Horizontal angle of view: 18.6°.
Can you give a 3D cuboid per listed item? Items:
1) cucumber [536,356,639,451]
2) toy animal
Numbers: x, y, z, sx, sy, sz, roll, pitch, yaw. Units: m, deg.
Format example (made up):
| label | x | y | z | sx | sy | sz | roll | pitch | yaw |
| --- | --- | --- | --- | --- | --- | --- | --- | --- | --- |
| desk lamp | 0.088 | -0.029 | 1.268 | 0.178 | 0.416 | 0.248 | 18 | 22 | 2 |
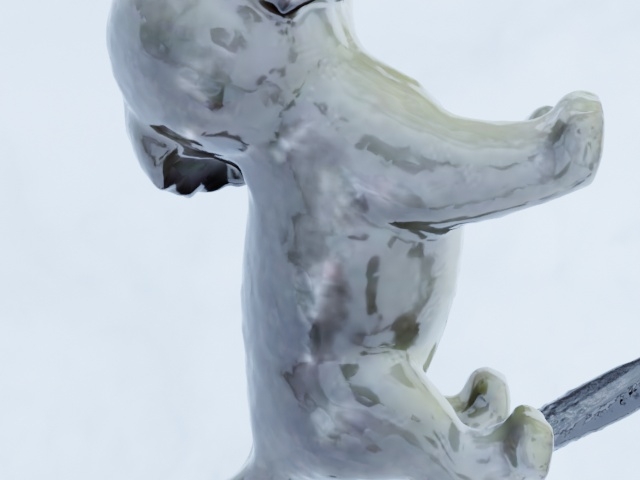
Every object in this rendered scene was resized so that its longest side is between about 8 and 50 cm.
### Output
| label | x | y | z | sx | sy | sz | roll | pitch | yaw |
| --- | --- | --- | --- | --- | --- | --- | --- | --- | --- |
| cucumber | 0.179 | 0.107 | 1.273 | 0.135 | 0.034 | 0.033 | -23 | 81 | -27 |
| toy animal | 0.013 | -0.010 | 0.711 | 0.168 | 0.233 | 0.121 | -5 | 13 | -2 |
